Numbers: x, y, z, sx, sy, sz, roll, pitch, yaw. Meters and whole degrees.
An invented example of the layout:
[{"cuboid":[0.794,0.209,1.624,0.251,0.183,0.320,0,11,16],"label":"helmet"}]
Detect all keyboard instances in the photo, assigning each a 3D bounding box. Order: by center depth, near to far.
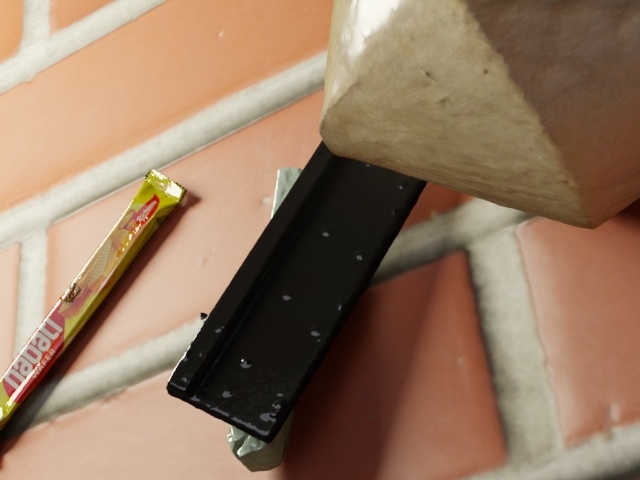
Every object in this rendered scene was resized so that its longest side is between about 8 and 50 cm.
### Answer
[{"cuboid":[0.000,0.000,0.920,0.100,0.018,0.310,23,67,22],"label":"keyboard"}]

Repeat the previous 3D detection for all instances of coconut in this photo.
[{"cuboid":[0.135,-0.154,0.793,0.328,0.329,0.329,-18,53,26],"label":"coconut"}]

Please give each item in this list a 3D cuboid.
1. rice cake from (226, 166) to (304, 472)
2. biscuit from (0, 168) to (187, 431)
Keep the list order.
[{"cuboid":[-0.031,0.056,0.933,0.042,0.045,0.245,-3,59,20],"label":"rice cake"},{"cuboid":[-0.217,0.064,1.080,0.048,0.026,0.292,33,84,24],"label":"biscuit"}]
